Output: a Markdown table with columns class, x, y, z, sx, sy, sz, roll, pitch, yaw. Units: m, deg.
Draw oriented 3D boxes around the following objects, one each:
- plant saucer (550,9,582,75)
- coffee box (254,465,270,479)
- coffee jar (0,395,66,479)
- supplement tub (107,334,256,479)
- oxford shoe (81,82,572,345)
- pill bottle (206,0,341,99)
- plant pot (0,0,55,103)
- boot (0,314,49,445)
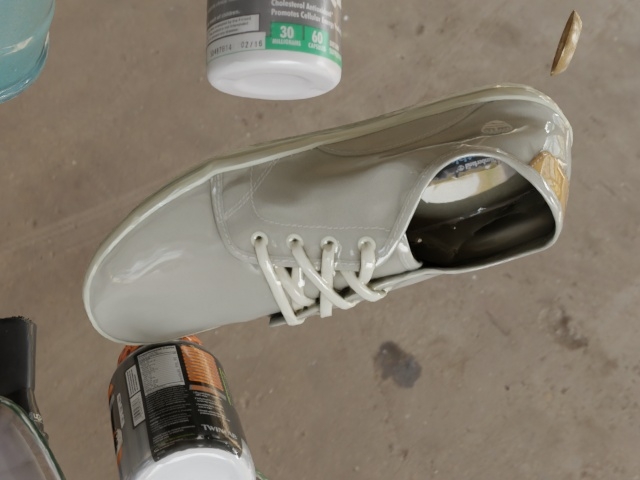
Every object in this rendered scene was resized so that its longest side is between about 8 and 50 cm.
| class | x | y | z | sx | sy | sz | roll | pitch | yaw |
| --- | --- | --- | --- | --- | --- | --- | --- | --- | --- |
| plant saucer | 0.301 | -0.239 | 1.156 | 0.015 | 0.083 | 0.083 | 18 | 52 | 5 |
| coffee box | -0.068 | 0.294 | 1.060 | 0.184 | 0.113 | 0.040 | 38 | 87 | 18 |
| coffee jar | -0.175 | 0.148 | 0.482 | 0.079 | 0.184 | 0.096 | -25 | 76 | -27 |
| supplement tub | -0.133 | 0.170 | 0.873 | 0.117 | 0.117 | 0.190 | 4 | 28 | -20 |
| oxford shoe | 0.000 | 0.000 | 0.795 | 0.449 | 0.169 | 0.130 | -19 | 45 | 10 |
| pill bottle | -0.069 | -0.409 | 1.427 | 0.204 | 0.204 | 0.361 | 2 | 84 | -21 |
| plant pot | -0.438 | -0.389 | 1.130 | 0.341 | 0.334 | 0.341 | 20 | 49 | -25 |
| boot | -0.484 | 0.227 | 1.283 | 0.246 | 0.094 | 0.207 | -23 | 59 | 8 |
